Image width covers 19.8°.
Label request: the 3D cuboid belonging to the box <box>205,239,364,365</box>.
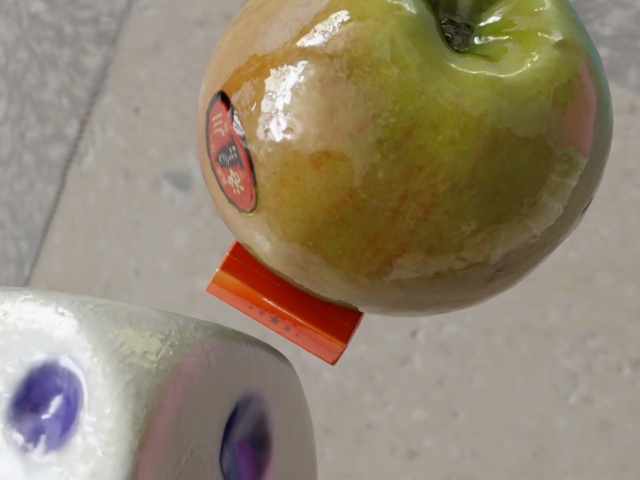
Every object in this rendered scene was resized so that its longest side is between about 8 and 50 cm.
[{"bbox_3d":[0.000,0.000,1.687,0.139,0.245,0.035,30,132,-2],"label":"box"}]

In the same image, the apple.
[{"bbox_3d":[0.072,-0.104,1.547,0.339,0.305,0.338,13,61,-25],"label":"apple"}]

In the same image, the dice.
[{"bbox_3d":[-0.179,0.207,1.359,0.277,0.304,0.304,3,78,28],"label":"dice"}]
